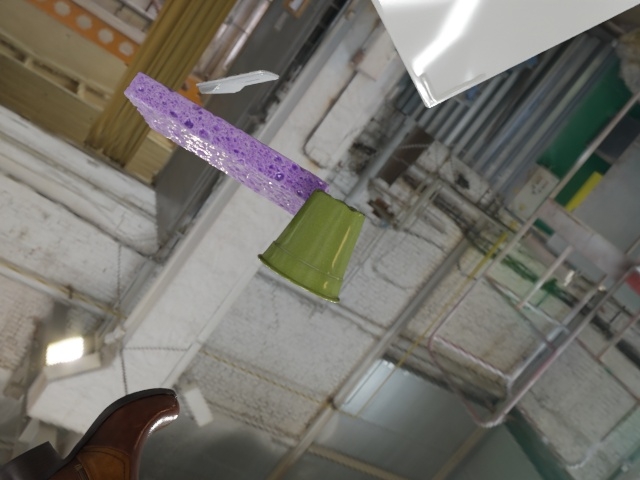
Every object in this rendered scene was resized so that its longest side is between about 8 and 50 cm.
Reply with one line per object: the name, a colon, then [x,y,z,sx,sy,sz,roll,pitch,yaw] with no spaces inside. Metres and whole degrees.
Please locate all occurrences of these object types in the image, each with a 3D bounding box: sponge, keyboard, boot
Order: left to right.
boot: [-0.211,0.337,0.854,0.280,0.096,0.264,48,-147,16]
sponge: [-0.087,-0.087,0.706,0.210,0.031,0.117,32,173,2]
keyboard: [-0.091,-0.189,0.836,0.256,0.072,0.014,-90,-17,-78]

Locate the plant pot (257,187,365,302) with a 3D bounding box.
plant pot: [0.000,0.000,0.618,0.083,0.079,0.083,30,-176,-3]

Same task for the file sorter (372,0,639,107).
file sorter: [0.137,-0.248,0.407,0.193,0.277,0.173,36,-148,-64]
